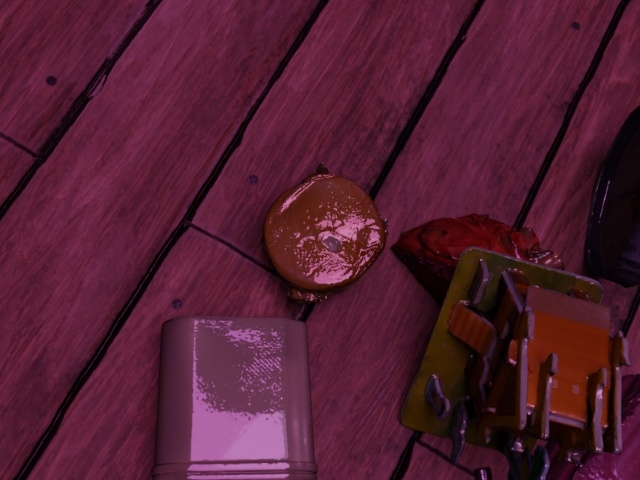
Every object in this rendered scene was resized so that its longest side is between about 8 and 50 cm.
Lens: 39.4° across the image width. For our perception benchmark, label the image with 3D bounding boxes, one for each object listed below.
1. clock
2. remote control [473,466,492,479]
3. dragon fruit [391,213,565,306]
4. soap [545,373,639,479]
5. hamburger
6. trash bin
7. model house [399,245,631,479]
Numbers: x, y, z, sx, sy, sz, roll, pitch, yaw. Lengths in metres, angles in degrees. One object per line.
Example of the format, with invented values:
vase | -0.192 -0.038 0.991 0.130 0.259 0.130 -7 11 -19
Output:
clock | 0.520 -0.078 1.467 0.061 0.312 0.313 16 71 0
remote control | 0.267 0.408 1.421 0.034 0.016 0.091 -6 74 -8
dragon fruit | 0.300 0.046 1.469 0.205 0.152 0.317 -42 84 -21
soap | 0.437 0.340 1.390 0.112 0.182 0.289 45 65 3
hamburger | 0.000 0.000 1.442 0.189 0.122 0.215 36 74 8
trash bin | -0.130 0.245 1.345 0.243 0.121 0.247 1 70 -11
model house | 0.269 0.240 1.263 0.242 0.313 0.358 18 112 -4
